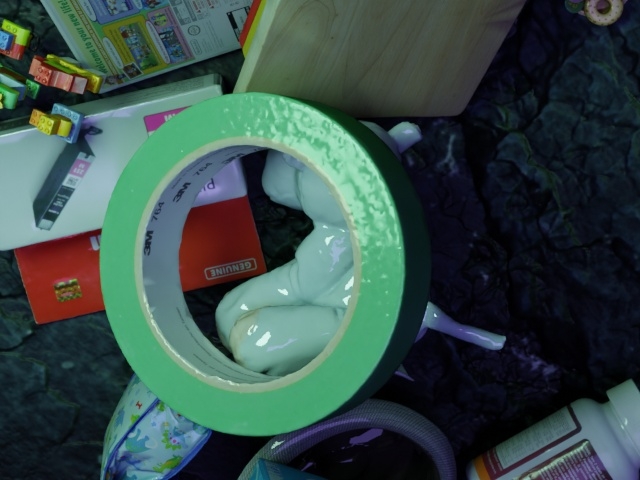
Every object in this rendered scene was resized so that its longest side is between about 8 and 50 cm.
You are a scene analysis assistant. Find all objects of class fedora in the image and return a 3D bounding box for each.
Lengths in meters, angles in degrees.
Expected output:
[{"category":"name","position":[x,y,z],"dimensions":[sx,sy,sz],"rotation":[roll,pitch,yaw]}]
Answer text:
[{"category":"fedora","position":[0.018,0.282,1.643],"dimensions":[0.275,0.124,0.244],"rotation":[-43,111,6]}]

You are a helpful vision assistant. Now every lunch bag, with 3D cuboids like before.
[{"category":"lunch bag","position":[-0.191,0.213,1.597],"dimensions":[0.096,0.129,0.151],"rotation":[40,103,-18]}]

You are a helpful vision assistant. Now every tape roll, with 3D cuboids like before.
[{"category":"tape roll","position":[-0.056,0.022,1.364],"dimensions":[0.321,0.077,0.321],"rotation":[0,90,24]}]

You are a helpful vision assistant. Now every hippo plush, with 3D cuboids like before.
[{"category":"hippo plush","position":[0.000,0.000,1.459],"dimensions":[0.234,0.294,0.237],"rotation":[-16,106,-21]}]

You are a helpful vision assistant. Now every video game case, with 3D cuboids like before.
[{"category":"video game case","position":[-0.161,-0.233,1.404],"dimensions":[0.193,0.023,0.212],"rotation":[-18,154,3]}]

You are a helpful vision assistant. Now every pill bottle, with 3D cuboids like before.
[{"category":"pill bottle","position":[0.289,0.257,1.657],"dimensions":[0.221,0.121,0.121],"rotation":[-31,111,8]}]

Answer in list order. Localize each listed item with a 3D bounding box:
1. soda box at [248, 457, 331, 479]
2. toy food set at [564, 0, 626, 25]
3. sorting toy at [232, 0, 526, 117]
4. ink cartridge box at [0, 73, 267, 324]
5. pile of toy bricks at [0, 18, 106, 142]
[{"category":"soda box","position":[0.018,0.307,1.548],"dimensions":[0.210,0.067,0.071],"rotation":[21,105,-17]},{"category":"toy food set","position":[0.288,-0.270,1.494],"dimensions":[0.082,0.020,0.083],"rotation":[25,109,-14]},{"category":"sorting toy","position":[0.057,-0.234,1.402],"dimensions":[0.255,0.089,0.257],"rotation":[-3,146,-22]},{"category":"ink cartridge box","position":[-0.212,-0.032,1.533],"dimensions":[0.275,0.060,0.239],"rotation":[-13,111,1]},{"category":"pile of toy bricks","position":[-0.329,-0.156,1.406],"dimensions":[0.212,0.105,0.118],"rotation":[25,106,17]}]
